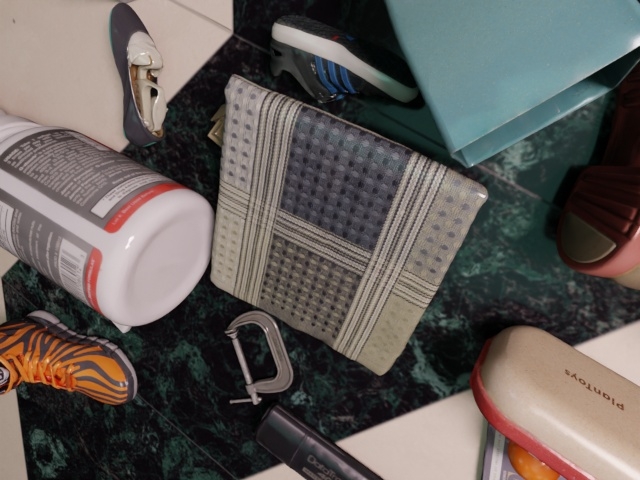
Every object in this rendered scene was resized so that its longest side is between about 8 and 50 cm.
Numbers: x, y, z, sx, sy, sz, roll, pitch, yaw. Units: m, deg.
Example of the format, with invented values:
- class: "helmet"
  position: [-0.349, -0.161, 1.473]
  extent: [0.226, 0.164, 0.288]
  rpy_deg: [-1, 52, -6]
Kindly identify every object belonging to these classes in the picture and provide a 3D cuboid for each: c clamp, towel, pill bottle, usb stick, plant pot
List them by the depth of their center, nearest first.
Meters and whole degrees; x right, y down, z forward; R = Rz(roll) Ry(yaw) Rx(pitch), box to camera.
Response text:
- class: "plant pot"
  position: [0.161, -0.220, 0.413]
  extent: [0.165, 0.165, 0.234]
  rpy_deg: [-29, 82, 24]
- class: "towel"
  position: [0.000, 0.000, 0.531]
  extent: [0.312, 0.056, 0.324]
  rpy_deg: [26, 128, 11]
- class: "pill bottle"
  position: [-0.359, -0.045, 0.624]
  extent: [0.363, 0.210, 0.210]
  rpy_deg: [27, 109, 16]
- class: "usb stick"
  position: [0.019, 0.354, 0.639]
  extent: [0.278, 0.045, 0.077]
  rpy_deg: [31, 103, 14]
- class: "c clamp"
  position: [-0.112, 0.193, 0.672]
  extent: [0.137, 0.022, 0.161]
  rpy_deg: [-10, 97, 24]

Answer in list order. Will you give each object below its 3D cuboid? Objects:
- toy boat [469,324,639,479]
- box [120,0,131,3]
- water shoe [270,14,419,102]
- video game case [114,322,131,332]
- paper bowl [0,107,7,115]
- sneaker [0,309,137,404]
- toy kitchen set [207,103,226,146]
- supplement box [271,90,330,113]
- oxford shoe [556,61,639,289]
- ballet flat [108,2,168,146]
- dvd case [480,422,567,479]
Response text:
- class: "toy boat"
  position: [0.266, 0.216, 0.458]
  extent: [0.231, 0.151, 0.151]
  rpy_deg: [33, 127, 20]
- class: "box"
  position: [-0.275, -0.402, 0.567]
  extent: [0.137, 0.126, 0.072]
  rpy_deg: [-4, 97, 22]
- class: "water shoe"
  position: [0.027, -0.211, 0.524]
  extent: [0.203, 0.073, 0.080]
  rpy_deg: [32, 137, 13]
- class: "video game case"
  position: [-0.378, 0.068, 0.758]
  extent: [0.157, 0.019, 0.143]
  rpy_deg: [42, 112, 10]
- class: "paper bowl"
  position: [-0.647, -0.150, 0.732]
  extent: [0.284, 0.148, 0.284]
  rpy_deg: [4, 96, 39]
- class: "sneaker"
  position: [-0.506, 0.244, 0.755]
  extent: [0.321, 0.180, 0.125]
  rpy_deg: [16, 106, 19]
- class: "toy kitchen set"
  position: [-0.115, -0.162, 0.605]
  extent: [0.068, 0.075, 0.083]
  rpy_deg: [13, 69, 56]
- class: "supplement box"
  position: [-0.045, -0.157, 0.544]
  extent: [0.083, 0.083, 0.056]
  rpy_deg: [26, 111, 14]
- class: "oxford shoe"
  position: [0.366, -0.112, 0.390]
  extent: [0.130, 0.123, 0.348]
  rpy_deg: [20, 107, -12]
- class: "ballet flat"
  position: [-0.265, -0.244, 0.625]
  extent: [0.074, 0.074, 0.203]
  rpy_deg: [10, 110, 20]
- class: "dvd case"
  position: [0.323, 0.292, 0.517]
  extent: [0.221, 0.018, 0.165]
  rpy_deg: [6, 102, 21]
